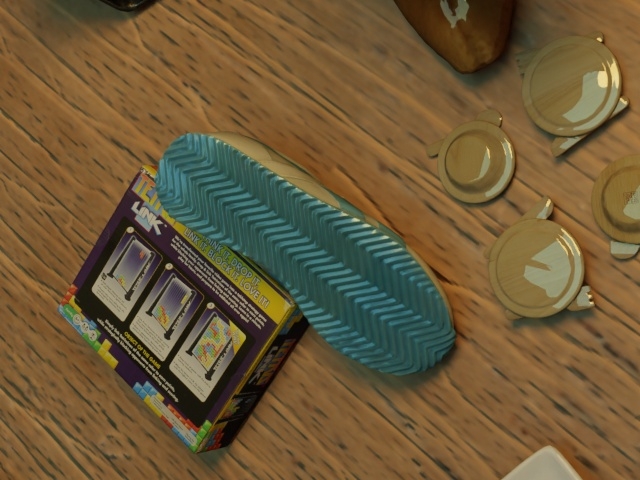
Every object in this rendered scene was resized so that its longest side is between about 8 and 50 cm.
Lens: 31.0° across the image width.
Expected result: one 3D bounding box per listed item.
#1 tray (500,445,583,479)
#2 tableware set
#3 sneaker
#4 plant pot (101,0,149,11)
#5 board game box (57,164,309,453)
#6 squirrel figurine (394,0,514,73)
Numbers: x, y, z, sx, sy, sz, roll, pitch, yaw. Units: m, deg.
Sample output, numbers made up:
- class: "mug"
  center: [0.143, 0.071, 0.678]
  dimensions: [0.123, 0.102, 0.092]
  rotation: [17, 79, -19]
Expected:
- class: "tray"
  center: [0.103, 0.267, 0.751]
  dimensions: [0.270, 0.030, 0.145]
  rotation: [-46, 68, 21]
- class: "tableware set"
  center: [0.149, -0.040, 0.735]
  dimensions: [0.141, 0.020, 0.168]
  rotation: [-32, 73, 24]
- class: "sneaker"
  center: [0.000, 0.000, 0.786]
  dimensions: [0.229, 0.092, 0.087]
  rotation: [39, 107, 4]
- class: "plant pot"
  center: [-0.148, -0.305, 0.827]
  dimensions: [0.188, 0.187, 0.167]
  rotation: [-27, 63, 27]
- class: "board game box"
  center: [-0.101, 0.049, 0.861]
  dimensions: [0.170, 0.048, 0.141]
  rotation: [41, 107, 24]
- class: "squirrel figurine"
  center: [0.001, -0.329, 0.620]
  dimensions: [0.281, 0.370, 0.397]
  rotation: [-45, 69, 22]
